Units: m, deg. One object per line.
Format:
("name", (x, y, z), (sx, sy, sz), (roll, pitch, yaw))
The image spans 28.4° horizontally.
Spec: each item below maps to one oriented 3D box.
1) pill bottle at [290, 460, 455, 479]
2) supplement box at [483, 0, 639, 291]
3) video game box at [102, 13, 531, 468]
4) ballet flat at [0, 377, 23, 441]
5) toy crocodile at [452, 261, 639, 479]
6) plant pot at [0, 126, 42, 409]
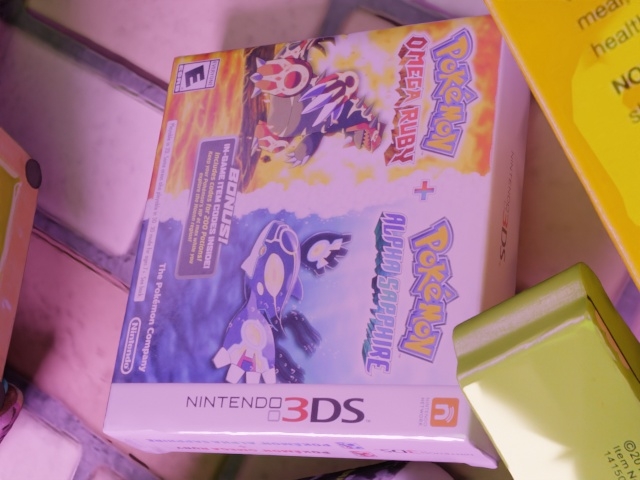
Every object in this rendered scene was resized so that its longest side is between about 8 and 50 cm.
("pill bottle", (-0.045, 0.190, 0.625), (0.245, 0.130, 0.130), (-15, 86, 27))
("supplement box", (0.171, -0.123, 0.460), (0.195, 0.194, 0.357), (-31, 79, 25))
("video game box", (0.000, 0.000, 0.597), (0.187, 0.048, 0.205), (-3, 67, 25))
("ballet flat", (-0.257, 0.119, 0.770), (0.221, 0.077, 0.079), (-1, 111, 32))
("toy crocodile", (0.167, 0.162, 0.494), (0.115, 0.105, 0.340), (-35, 90, 26))
("plant pot", (-0.283, 0.005, 0.655), (0.207, 0.228, 0.227), (-9, 57, 20))
